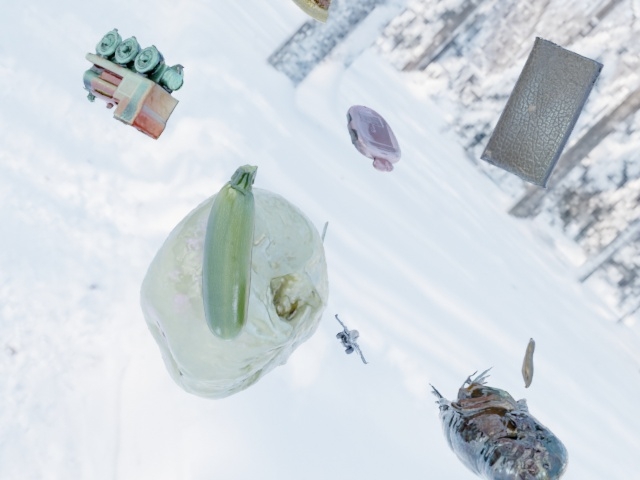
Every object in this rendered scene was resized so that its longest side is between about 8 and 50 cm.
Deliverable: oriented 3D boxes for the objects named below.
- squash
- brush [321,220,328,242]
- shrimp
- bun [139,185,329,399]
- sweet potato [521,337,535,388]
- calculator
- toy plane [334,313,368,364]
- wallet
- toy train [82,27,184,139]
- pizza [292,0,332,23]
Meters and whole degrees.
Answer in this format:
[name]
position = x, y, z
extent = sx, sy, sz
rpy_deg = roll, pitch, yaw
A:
[squash]
position = -0.122, 0.018, 1.257
extent = 0.066, 0.252, 0.066
rpy_deg = 5, 20, -2
[brush]
position = 0.000, 0.000, 1.716
extent = 0.013, 0.016, 0.083
rpy_deg = 23, 57, -11
[shrimp]
position = 0.262, 0.294, 1.416
extent = 0.172, 0.137, 0.372
rpy_deg = 60, 0, -14
[bun]
position = -0.117, 0.096, 1.528
extent = 0.213, 0.361, 0.361
rpy_deg = 21, -4, 33
[sweet potato]
position = 0.400, 0.230, 1.832
extent = 0.026, 0.026, 0.115
rpy_deg = 39, 50, -29
[calculator]
position = 0.096, -0.184, 1.706
extent = 0.103, 0.024, 0.165
rpy_deg = 12, 43, -31
[toy plane]
position = 0.040, 0.133, 1.295
extent = 0.078, 0.031, 0.083
rpy_deg = 59, -2, 0
[wallet]
position = 0.395, -0.228, 1.712
extent = 0.133, 0.243, 0.039
rpy_deg = 25, 5, 9
[toy train]
position = -0.268, -0.221, 1.329
extent = 0.176, 0.118, 0.074
rpy_deg = 27, -5, 36
[pizza]
position = -0.038, -0.637, 2.235
extent = 0.056, 0.134, 0.271
rpy_deg = -62, 136, -72
